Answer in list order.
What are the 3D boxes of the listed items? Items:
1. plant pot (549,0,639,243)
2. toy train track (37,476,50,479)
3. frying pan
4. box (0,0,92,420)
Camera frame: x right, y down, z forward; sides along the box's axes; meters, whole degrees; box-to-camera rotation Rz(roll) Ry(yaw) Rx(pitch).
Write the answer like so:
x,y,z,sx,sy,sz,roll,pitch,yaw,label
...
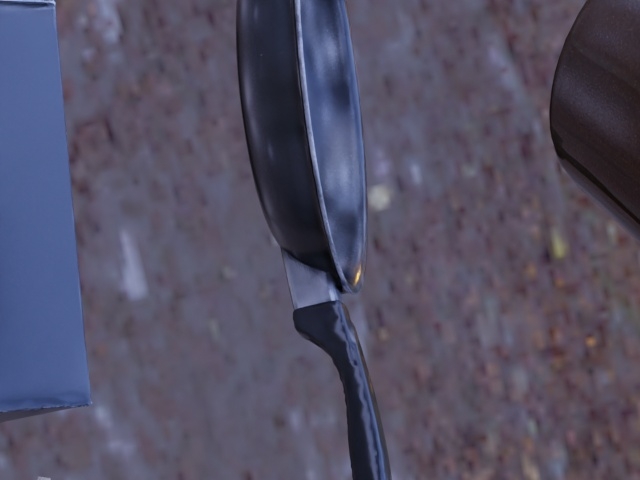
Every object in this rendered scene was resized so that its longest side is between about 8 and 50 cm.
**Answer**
x,y,z,sx,sy,sz,roll,pitch,yaw,label
0.181,-0.034,0.725,0.165,0.167,0.167,43,-4,45,plant pot
-0.210,0.215,1.457,0.014,0.048,0.083,94,3,-63,toy train track
0.004,-0.007,0.983,0.197,0.053,0.326,-48,132,-79,frying pan
-0.242,-0.011,1.284,0.103,0.184,0.261,-2,82,-32,box
